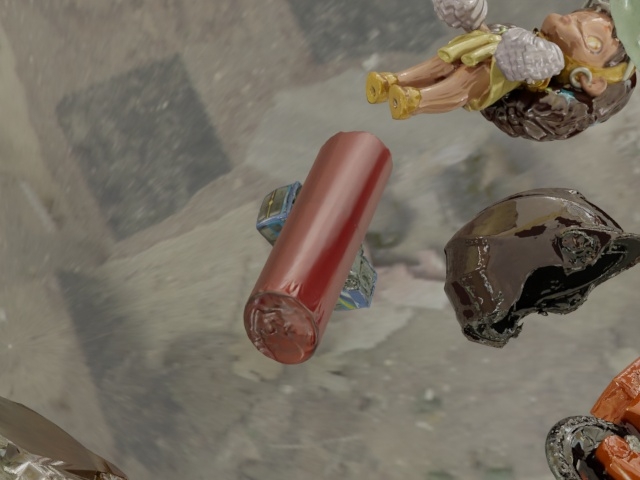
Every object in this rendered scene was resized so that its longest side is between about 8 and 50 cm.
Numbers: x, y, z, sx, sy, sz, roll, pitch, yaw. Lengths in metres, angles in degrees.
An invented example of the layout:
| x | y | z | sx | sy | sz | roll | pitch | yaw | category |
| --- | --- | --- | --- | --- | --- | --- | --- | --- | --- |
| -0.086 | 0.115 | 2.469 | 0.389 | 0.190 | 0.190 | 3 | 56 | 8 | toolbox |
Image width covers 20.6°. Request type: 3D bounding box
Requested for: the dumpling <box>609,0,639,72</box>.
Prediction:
| x | y | z | sx | sy | sz | roll | pitch | yaw | category |
| --- | --- | --- | --- | --- | --- | --- | --- | --- | --- |
| 0.236 | -0.173 | 0.919 | 0.108 | 0.152 | 0.219 | 33 | 101 | -28 | dumpling |

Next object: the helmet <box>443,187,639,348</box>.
| x | y | z | sx | sy | sz | roll | pitch | yaw | category |
| --- | --- | --- | --- | --- | --- | --- | --- | --- | --- |
| 0.126 | 0.007 | 1.042 | 0.123 | 0.098 | 0.070 | -29 | 72 | -7 | helmet |

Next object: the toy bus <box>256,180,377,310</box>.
| x | y | z | sx | sy | sz | roll | pitch | yaw | category |
| --- | --- | --- | --- | --- | --- | --- | --- | --- | --- |
| -0.002 | 0.009 | 1.679 | 0.153 | 0.061 | 0.051 | 47 | 41 | -36 | toy bus |

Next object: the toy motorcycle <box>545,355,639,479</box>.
| x | y | z | sx | sy | sz | roll | pitch | yaw | category |
| --- | --- | --- | --- | --- | --- | --- | --- | --- | --- |
| 0.319 | 0.166 | 1.341 | 0.221 | 0.148 | 0.325 | 42 | 40 | 16 | toy motorcycle |

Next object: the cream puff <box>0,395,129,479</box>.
| x | y | z | sx | sy | sz | roll | pitch | yaw | category |
| --- | --- | --- | --- | --- | --- | --- | --- | --- | --- |
| -0.230 | 0.188 | 1.153 | 0.241 | 0.269 | 0.155 | 15 | 101 | -50 | cream puff |

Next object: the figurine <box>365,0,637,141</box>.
| x | y | z | sx | sy | sz | roll | pitch | yaw | category |
| --- | --- | --- | --- | --- | --- | --- | --- | --- | --- |
| 0.156 | -0.143 | 1.443 | 0.240 | 0.175 | 0.116 | -2 | 121 | -32 | figurine |

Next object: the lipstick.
| x | y | z | sx | sy | sz | roll | pitch | yaw | category |
| --- | --- | --- | --- | --- | --- | --- | --- | --- | --- |
| 0.000 | -0.001 | 1.490 | 0.073 | 0.280 | 0.073 | 8 | 123 | 12 | lipstick |
